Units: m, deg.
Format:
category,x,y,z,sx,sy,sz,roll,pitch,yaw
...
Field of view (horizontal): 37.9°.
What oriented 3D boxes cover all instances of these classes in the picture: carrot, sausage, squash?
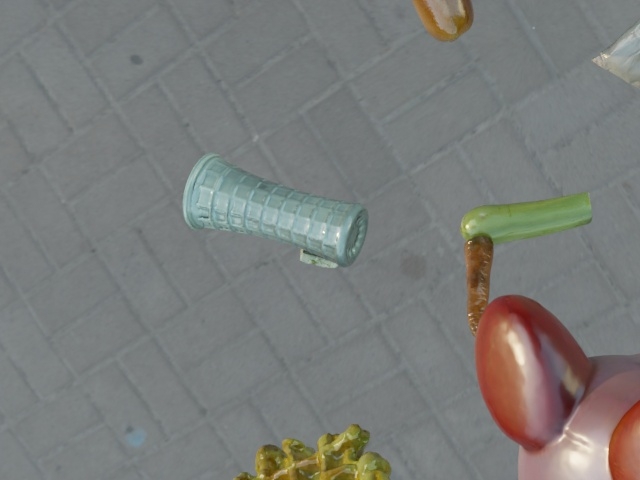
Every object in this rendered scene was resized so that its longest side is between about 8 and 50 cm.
category,x,y,z,sx,sy,sz,roll,pitch,yaw
carrot,0.288,0.094,1.703,0.057,0.224,0.057,5,141,4
sausage,0.184,-0.473,1.599,0.105,0.105,0.274,-19,106,16
squash,0.392,-0.039,1.785,0.250,0.083,0.083,-9,100,10

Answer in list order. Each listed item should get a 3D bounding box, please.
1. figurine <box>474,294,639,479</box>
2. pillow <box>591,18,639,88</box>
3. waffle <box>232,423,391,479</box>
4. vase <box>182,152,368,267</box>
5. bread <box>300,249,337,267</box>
category,x,y,z,sx,sy,sz,roll,pitch,yaw
figurine,0.265,0.199,0.787,0.270,0.261,0.211,25,93,50
pillow,0.624,-0.362,1.619,0.173,0.067,0.270,28,139,-8
waffle,-0.019,0.275,0.928,0.229,0.219,0.057,-34,120,14
vase,-0.074,-0.045,1.600,0.299,0.143,0.143,17,106,20
bread,0.000,0.000,1.663,0.068,0.153,0.028,13,118,-7
